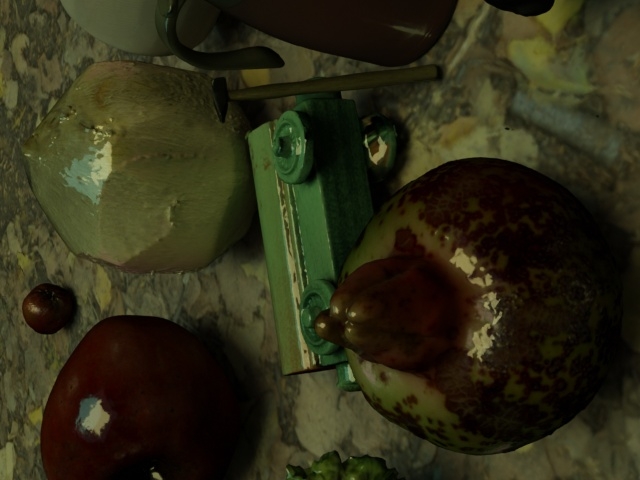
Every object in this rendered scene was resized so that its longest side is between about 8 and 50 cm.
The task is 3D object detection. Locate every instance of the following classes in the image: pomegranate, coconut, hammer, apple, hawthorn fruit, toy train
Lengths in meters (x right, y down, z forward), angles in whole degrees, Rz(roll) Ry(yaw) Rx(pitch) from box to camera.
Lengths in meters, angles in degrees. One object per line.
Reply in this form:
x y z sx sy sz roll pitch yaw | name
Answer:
0.089 0.045 0.610 0.214 0.247 0.214 -4 84 43 | pomegranate
-0.190 -0.073 0.919 0.227 0.230 0.227 8 99 60 | coconut
0.004 -0.133 0.766 0.062 0.198 0.013 -98 1 -49 | hammer
-0.198 0.197 0.964 0.234 0.234 0.234 1 91 48 | apple
-0.402 0.103 1.298 0.077 0.077 0.077 1 91 48 | hawthorn fruit
0.000 0.000 0.824 0.177 0.116 0.286 -26 72 59 | toy train

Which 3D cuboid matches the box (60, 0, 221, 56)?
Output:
-0.156 -0.308 0.922 0.291 0.262 0.206 56 142 20 | box

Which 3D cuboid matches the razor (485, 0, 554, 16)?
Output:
0.220 -0.257 0.498 0.349 0.113 0.205 -2 83 49 | razor

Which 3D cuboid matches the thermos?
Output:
-0.029 -0.220 0.727 0.146 0.265 0.176 45 124 39 | thermos

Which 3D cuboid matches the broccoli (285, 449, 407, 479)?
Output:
-0.050 0.412 0.683 0.353 0.396 0.275 57 154 26 | broccoli
